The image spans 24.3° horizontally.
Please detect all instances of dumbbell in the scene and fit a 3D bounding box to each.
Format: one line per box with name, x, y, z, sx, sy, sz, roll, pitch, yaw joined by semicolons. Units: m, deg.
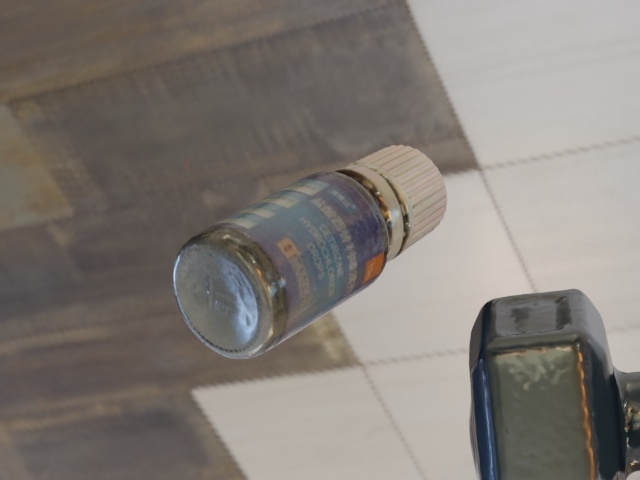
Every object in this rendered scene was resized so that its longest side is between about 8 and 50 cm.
dumbbell;0.243;0.093;0.807;0.324;0.160;0.144;-6;165;10

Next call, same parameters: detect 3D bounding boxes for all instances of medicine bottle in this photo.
medicine bottle;0.000;0.000;0.938;0.083;0.203;0.083;17;120;32
